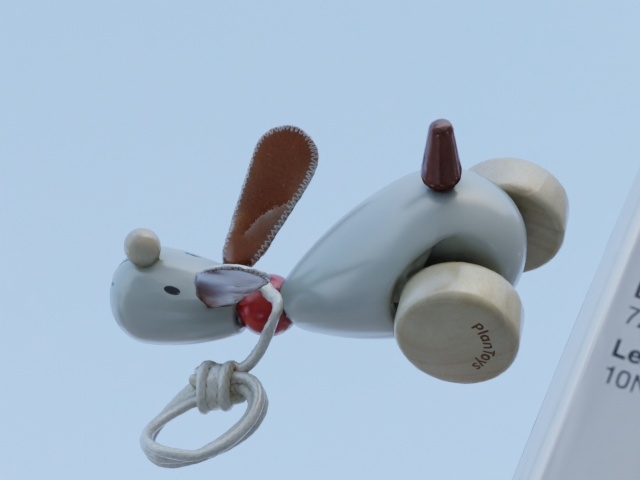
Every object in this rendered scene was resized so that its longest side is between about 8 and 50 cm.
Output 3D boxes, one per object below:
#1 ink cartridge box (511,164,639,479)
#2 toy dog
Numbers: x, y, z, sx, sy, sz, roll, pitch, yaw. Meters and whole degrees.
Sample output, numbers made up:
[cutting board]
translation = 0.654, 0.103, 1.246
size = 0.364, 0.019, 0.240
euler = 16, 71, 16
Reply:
[ink cartridge box]
translation = 0.078, 0.142, 0.410
size = 0.117, 0.201, 0.278
euler = 21, -109, 13
[toy dog]
translation = 0.000, 0.000, 1.190
size = 0.334, 0.220, 0.161
euler = -17, -58, 6
